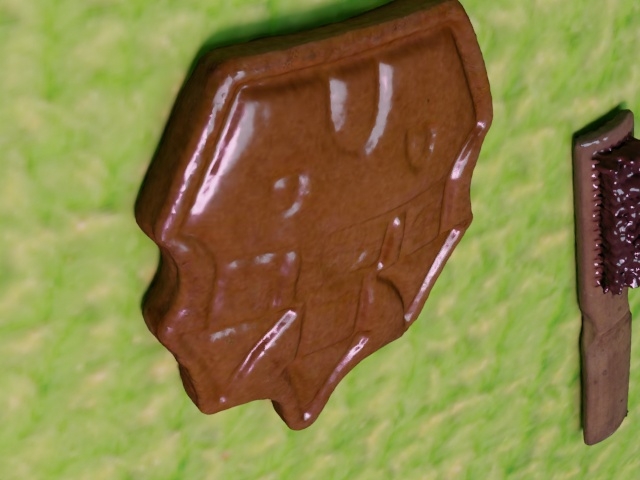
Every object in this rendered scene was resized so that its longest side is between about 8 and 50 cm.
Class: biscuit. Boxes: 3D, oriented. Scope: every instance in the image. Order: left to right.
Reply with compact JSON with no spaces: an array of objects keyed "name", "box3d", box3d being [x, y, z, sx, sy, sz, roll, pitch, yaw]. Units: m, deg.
[{"name":"biscuit","box3d":[0.002,0.001,0.661,0.182,0.034,0.215,-20,132,-32]}]

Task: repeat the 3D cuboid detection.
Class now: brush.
[{"name":"brush","box3d":[0.168,0.034,0.848,0.043,0.036,0.248,-28,136,-19]}]
